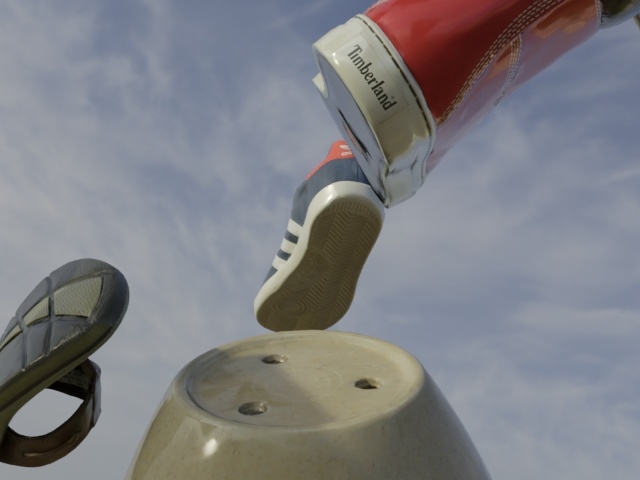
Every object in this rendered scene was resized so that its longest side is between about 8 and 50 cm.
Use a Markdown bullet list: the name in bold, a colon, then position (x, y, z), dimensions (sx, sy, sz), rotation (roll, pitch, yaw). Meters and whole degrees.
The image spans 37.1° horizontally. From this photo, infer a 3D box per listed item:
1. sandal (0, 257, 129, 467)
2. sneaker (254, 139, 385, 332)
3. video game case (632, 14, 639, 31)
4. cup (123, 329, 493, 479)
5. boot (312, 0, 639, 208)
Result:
- **sandal**: position (-0.215, 0.123, 0.720), dimensions (0.086, 0.120, 0.303), rotation (29, -55, -19)
- **sneaker**: position (0.000, 0.000, 1.351), dimensions (0.131, 0.148, 0.350), rotation (14, -41, -17)
- **video game case**: position (0.271, -0.248, 0.701), dimensions (0.022, 0.190, 0.173), rotation (18, -17, 50)
- **cup**: position (-0.011, 0.200, 0.658), dimensions (0.331, 0.237, 0.331), rotation (-3, 15, 1)
- **boot**: position (0.088, -0.100, 0.504), dimensions (0.088, 0.176, 0.244), rotation (57, -1, 0)
